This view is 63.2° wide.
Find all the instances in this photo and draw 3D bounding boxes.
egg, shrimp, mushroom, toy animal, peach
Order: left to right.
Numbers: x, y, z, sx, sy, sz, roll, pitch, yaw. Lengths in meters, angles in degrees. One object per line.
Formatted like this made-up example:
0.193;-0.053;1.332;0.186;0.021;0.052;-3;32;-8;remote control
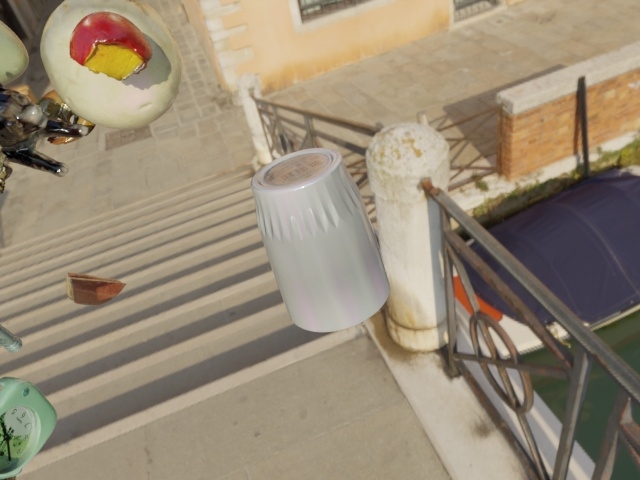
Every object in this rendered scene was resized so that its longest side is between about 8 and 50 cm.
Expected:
-0.876;-0.473;1.271;0.295;0.218;0.218;7;37;-15;egg
-0.775;-0.276;1.204;0.344;0.302;0.194;-1;67;26;toy animal
-0.693;-0.307;1.346;0.248;0.068;0.150;-36;84;-17;shrimp
-0.408;-0.377;0.990;0.151;0.118;0.151;-3;53;4;peach
-0.504;-0.407;1.252;0.356;0.315;0.315;-32;15;52;mushroom

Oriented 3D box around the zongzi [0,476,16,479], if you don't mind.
-0.710;0.502;1.024;0.197;0.099;0.194;13;26;-38;zongzi

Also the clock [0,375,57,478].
-0.625;0.385;1.014;0.065;0.159;0.211;2;39;20;clock

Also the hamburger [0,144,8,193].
-0.815;-0.059;0.927;0.286;0.268;0.446;9;63;4;hamburger

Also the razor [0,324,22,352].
-0.501;0.116;0.768;0.106;0.232;0.068;34;64;13;razor

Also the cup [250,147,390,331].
0.000;0.000;1.170;0.253;0.372;0.253;-14;29;8;cup

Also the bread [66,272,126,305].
-0.692;0.152;1.555;0.119;0.192;0.067;-41;62;19;bread
